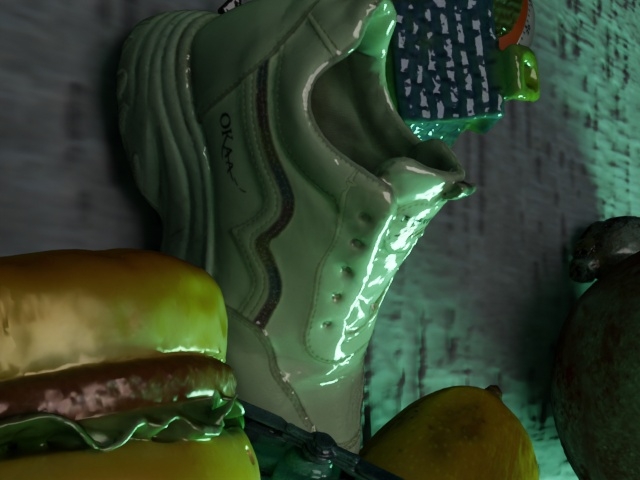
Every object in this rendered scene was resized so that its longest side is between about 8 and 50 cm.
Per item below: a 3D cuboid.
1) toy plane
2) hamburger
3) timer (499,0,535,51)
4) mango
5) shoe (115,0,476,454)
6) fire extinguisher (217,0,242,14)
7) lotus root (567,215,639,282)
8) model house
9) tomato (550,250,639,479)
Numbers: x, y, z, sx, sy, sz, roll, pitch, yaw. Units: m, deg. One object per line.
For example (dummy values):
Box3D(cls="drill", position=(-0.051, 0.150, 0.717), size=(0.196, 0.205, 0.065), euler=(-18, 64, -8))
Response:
Box3D(cls="toy plane", position=(0.007, 0.159, 0.567), size=(0.235, 0.096, 0.060), euler=(22, 27, 2))
Box3D(cls="hamburger", position=(-0.140, 0.110, 0.405), size=(0.246, 0.246, 0.169), euler=(2, 68, -48))
Box3D(cls="timer", position=(0.141, -0.220, 0.894), size=(0.136, 0.099, 0.136), euler=(23, 53, -34))
Box3D(cls="mango", position=(0.056, 0.256, 0.663), size=(0.359, 0.144, 0.187), euler=(-53, 130, -34))
Box3D(cls="shoe", position=(0.000, 0.000, 0.595), size=(0.132, 0.211, 0.341), euler=(-22, 99, -56))
Box3D(cls="fire extinguisher", position=(-0.041, -0.105, 0.699), size=(0.062, 0.050, 0.177), euler=(-24, 101, -29))
Box3D(cls="lotus root", position=(0.351, 0.013, 1.091), size=(0.165, 0.088, 0.088), euler=(-5, 86, -39))
Box3D(cls="model house", position=(0.088, -0.157, 0.753), size=(0.195, 0.189, 0.214), euler=(4, 78, -45))
Box3D(cls="tomato", position=(0.393, 0.153, 0.953), size=(0.317, 0.283, 0.316), euler=(7, 79, -44))
